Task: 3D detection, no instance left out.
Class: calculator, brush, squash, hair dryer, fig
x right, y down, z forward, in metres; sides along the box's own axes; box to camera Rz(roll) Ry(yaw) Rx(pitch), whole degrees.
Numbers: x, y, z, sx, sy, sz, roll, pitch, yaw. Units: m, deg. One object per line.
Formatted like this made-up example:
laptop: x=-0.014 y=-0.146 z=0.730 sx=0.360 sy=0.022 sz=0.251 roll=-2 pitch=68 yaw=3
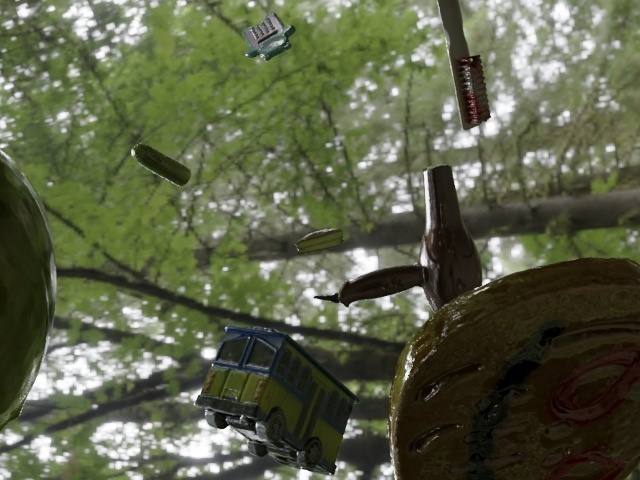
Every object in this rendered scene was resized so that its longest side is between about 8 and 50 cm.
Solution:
calculator: x=-0.088 y=-0.340 z=1.703 sx=0.019 sy=0.094 sz=0.141 roll=58 pitch=-178 yaw=-38
brush: x=0.263 y=-0.366 z=1.882 sx=0.060 sy=0.050 sz=0.320 roll=-25 pitch=-73 yaw=-38
squash: x=-0.197 y=-0.094 z=1.237 sx=0.083 sy=0.027 sz=0.027 roll=29 pitch=-116 yaw=-43
hair dryer: x=0.140 y=0.031 z=1.997 sx=0.123 sy=0.341 sz=0.312 roll=-139 pitch=36 yaw=-84
fig: x=-0.395 y=0.061 z=1.013 sx=0.316 sy=0.316 sz=0.316 roll=8 pitch=-101 yaw=-50

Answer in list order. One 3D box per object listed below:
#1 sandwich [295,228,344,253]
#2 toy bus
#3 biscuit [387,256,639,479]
sandwich: x=0.000 y=0.000 z=1.718 sx=0.044 sy=0.083 sz=0.030 roll=-74 pitch=-28 yaw=-76
toy bus: x=-0.066 y=0.277 z=1.724 sx=0.287 sy=0.138 sz=0.175 roll=47 pitch=-125 yaw=-47
biscuit: x=0.218 y=0.162 z=0.950 sx=0.063 sy=0.314 sz=0.367 roll=-106 pitch=6 yaw=-46
